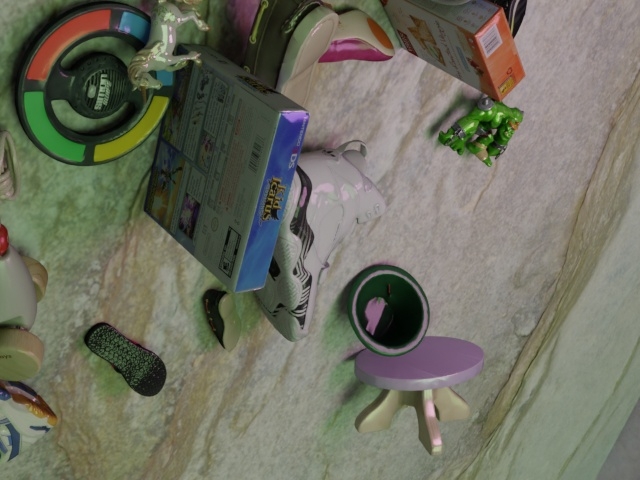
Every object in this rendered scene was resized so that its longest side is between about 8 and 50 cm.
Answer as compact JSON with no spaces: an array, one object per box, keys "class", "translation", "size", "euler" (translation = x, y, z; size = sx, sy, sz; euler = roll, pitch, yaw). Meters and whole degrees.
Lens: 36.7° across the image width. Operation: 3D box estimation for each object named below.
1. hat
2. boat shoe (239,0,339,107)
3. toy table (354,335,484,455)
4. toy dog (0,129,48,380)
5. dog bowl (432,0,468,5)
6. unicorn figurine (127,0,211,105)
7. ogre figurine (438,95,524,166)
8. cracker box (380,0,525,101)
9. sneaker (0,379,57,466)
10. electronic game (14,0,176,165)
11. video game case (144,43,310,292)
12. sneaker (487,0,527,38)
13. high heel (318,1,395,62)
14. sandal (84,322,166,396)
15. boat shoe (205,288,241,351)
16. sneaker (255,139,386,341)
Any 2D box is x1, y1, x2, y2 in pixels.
[{"class":"hat","translation":[0.110,0.155,1.954],"size":[0.173,0.183,0.208],"euler":[-39,99,-21]},{"class":"boat shoe","translation":[-0.074,-0.233,1.389],"size":[0.116,0.097,0.324],"euler":[-41,169,-36]},{"class":"toy table","translation":[0.202,0.311,2.000],"size":[0.274,0.252,0.160],"euler":[0,112,-6]},{"class":"toy dog","translation":[-0.455,0.037,1.220],"size":[0.161,0.220,0.333],"euler":[-6,121,-3]},{"class":"dog bowl","translation":[0.172,-0.472,1.349],"size":[0.104,0.265,0.265],"euler":[-37,138,-19]},{"class":"unicorn figurine","translation":[-0.202,-0.255,1.268],"size":[0.111,0.060,0.161],"euler":[-4,99,-47]},{"class":"ogre figurine","translation":[0.311,-0.212,1.818],"size":[0.197,0.097,0.118],"euler":[21,122,-34]},{"class":"cracker box","translation":[0.200,-0.329,1.508],"size":[0.067,0.232,0.155],"euler":[-45,140,-6]},{"class":"sneaker","translation":[-0.501,0.240,1.362],"size":[0.131,0.112,0.296],"euler":[-45,140,-8]},{"class":"electronic game","translation":[-0.293,-0.204,1.275],"size":[0.229,0.048,0.229],"euler":[-25,134,-29]},{"class":"video game case","translation":[-0.138,-0.104,1.344],"size":[0.061,0.244,0.269],"euler":[-7,124,-42]},{"class":"sneaker","translation":[0.324,-0.430,1.693],"size":[0.097,0.084,0.234],"euler":[-36,146,-56]},{"class":"high heel","translation":[0.021,-0.300,1.504],"size":[0.117,0.082,0.244],"euler":[-33,165,29]},{"class":"sandal","translation":[-0.315,0.188,1.565],"size":[0.067,0.040,0.179],"euler":[-49,126,-12]},{"class":"boat shoe","translation":[-0.168,0.137,1.659],"size":[0.049,0.042,0.133],"euler":[-48,145,-37]},{"class":"sneaker","translation":[0.000,0.000,1.637],"size":[0.210,0.137,0.365],"euler":[-22,129,-28]}]
